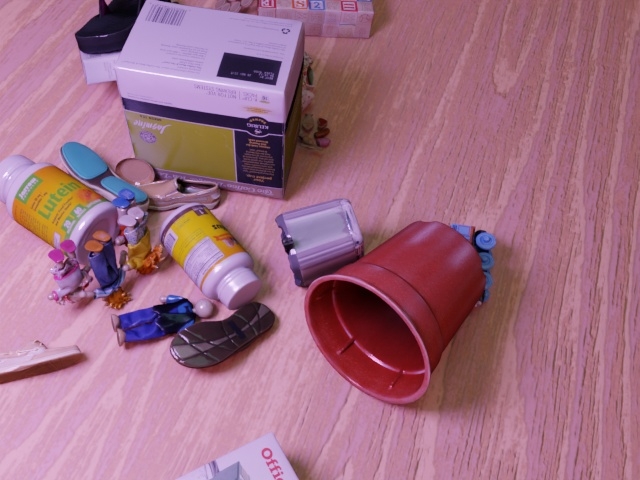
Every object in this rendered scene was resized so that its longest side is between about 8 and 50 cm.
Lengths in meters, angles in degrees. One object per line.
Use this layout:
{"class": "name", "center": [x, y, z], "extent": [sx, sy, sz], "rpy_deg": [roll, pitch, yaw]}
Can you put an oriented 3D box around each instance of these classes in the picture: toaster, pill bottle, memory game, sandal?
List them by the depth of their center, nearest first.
{"class": "sandal", "center": [-0.182, 0.183, 1.378], "extent": [0.219, 0.060, 0.090], "rpy_deg": [-28, 68, -40]}
{"class": "toaster", "center": [0.000, 0.000, 1.413], "extent": [0.146, 0.227, 0.129], "rpy_deg": [-19, 73, -3]}
{"class": "pill bottle", "center": [-0.212, 0.033, 1.435], "extent": [0.117, 0.117, 0.215], "rpy_deg": [-33, 66, -26]}
{"class": "pill bottle", "center": [-0.529, -0.069, 1.453], "extent": [0.245, 0.136, 0.136], "rpy_deg": [31, 57, 14]}
{"class": "sandal", "center": [-0.459, -0.558, 1.731], "extent": [0.167, 0.107, 0.446], "rpy_deg": [-6, 31, 3]}
{"class": "memory game", "center": [-0.205, -0.664, 1.918], "extent": [0.186, 0.012, 0.186], "rpy_deg": [-20, 53, 28]}

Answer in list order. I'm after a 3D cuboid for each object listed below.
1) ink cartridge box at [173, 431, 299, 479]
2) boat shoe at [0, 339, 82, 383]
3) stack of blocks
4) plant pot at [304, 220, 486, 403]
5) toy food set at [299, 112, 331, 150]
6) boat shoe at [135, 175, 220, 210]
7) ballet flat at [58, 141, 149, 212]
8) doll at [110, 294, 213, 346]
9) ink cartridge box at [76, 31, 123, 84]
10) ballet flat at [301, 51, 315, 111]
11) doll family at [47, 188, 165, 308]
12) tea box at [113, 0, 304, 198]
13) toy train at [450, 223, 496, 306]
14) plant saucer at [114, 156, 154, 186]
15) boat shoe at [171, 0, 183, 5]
{"class": "ink cartridge box", "center": [-0.155, 0.463, 1.142], "extent": [0.289, 0.122, 0.211], "rpy_deg": [-23, 62, -22]}
{"class": "boat shoe", "center": [-0.515, 0.206, 1.309], "extent": [0.169, 0.063, 0.059], "rpy_deg": [-12, 64, -14]}
{"class": "stack of blocks", "center": [-0.018, -0.629, 1.938], "extent": [0.296, 0.087, 0.171], "rpy_deg": [0, 55, -7]}
{"class": "plant pot", "center": [0.157, 0.110, 1.358], "extent": [0.272, 0.272, 0.265], "rpy_deg": [38, 51, 18]}
{"class": "toy food set", "center": [-0.011, -0.249, 1.719], "extent": [0.077, 0.019, 0.122], "rpy_deg": [13, 47, 1]}
{"class": "boat shoe", "center": [-0.307, -0.108, 1.548], "extent": [0.189, 0.072, 0.068], "rpy_deg": [-3, 56, -9]}
{"class": "ballet flat", "center": [-0.458, -0.111, 1.527], "extent": [0.248, 0.086, 0.086], "rpy_deg": [37, 59, 21]}
{"class": "doll", "center": [-0.292, 0.152, 1.386], "extent": [0.188, 0.046, 0.129], "rpy_deg": [-14, 49, -24]}
{"class": "ink cartridge box", "center": [-0.437, -0.445, 1.706], "extent": [0.238, 0.060, 0.275], "rpy_deg": [-12, 31, -15]}
{"class": "ballet flat", "center": [-0.049, -0.371, 1.762], "extent": [0.077, 0.091, 0.241], "rpy_deg": [19, 56, -22]}
{"class": "doll family", "center": [-0.384, 0.041, 1.384], "extent": [0.118, 0.163, 0.263], "rpy_deg": [24, 50, 22]}
{"class": "tea box", "center": [-0.214, -0.286, 1.524], "extent": [0.328, 0.324, 0.220], "rpy_deg": [10, 54, 2]}
{"class": "toy train", "center": [0.304, 0.052, 1.518], "extent": [0.105, 0.080, 0.184], "rpy_deg": [8, 57, 9]}
{"class": "plant saucer", "center": [-0.394, -0.147, 1.559], "extent": [0.083, 0.083, 0.015], "rpy_deg": [4, 44, -5]}
{"class": "boat shoe", "center": [-0.392, -0.572, 1.878], "extent": [0.038, 0.046, 0.125], "rpy_deg": [21, 47, 13]}
